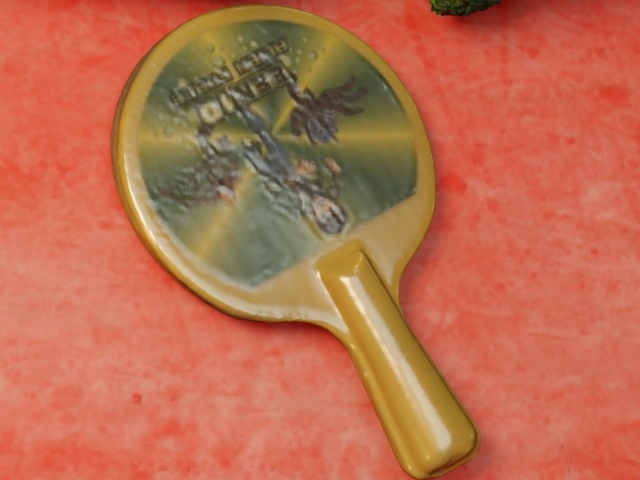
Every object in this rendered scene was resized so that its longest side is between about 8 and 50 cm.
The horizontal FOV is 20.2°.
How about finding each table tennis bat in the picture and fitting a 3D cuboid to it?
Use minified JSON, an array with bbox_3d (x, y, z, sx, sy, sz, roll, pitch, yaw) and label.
[{"bbox_3d":[0.000,0.000,1.097,0.198,0.050,0.321,-27,81,-22],"label":"table tennis bat"}]

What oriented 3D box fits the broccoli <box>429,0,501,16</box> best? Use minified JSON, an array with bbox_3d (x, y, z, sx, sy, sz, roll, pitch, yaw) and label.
[{"bbox_3d":[0.090,-0.285,1.105,0.245,0.265,0.295,17,103,17],"label":"broccoli"}]
